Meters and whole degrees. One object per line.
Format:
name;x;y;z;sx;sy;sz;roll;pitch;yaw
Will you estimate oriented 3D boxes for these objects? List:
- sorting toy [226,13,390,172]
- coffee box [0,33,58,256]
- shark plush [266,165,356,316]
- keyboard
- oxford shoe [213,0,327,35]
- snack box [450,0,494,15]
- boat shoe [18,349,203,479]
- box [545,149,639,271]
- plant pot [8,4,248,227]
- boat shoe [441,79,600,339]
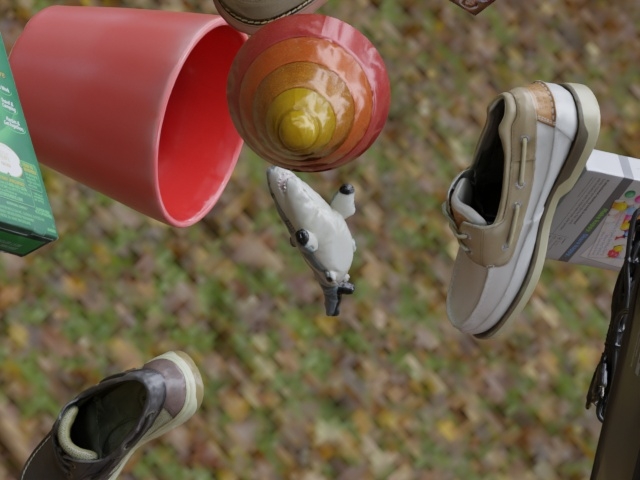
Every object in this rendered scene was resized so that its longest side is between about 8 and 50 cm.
sorting toy;-0.037;-0.206;1.359;0.126;0.127;0.365;-81;159;-71
coffee box;-0.258;-0.084;1.445;0.113;0.040;0.184;20;49;-63
shark plush;0.000;0.000;1.718;0.067;0.073;0.161;21;-24;34
keyboard;0.233;0.060;1.386;0.033;0.317;0.201;11;11;-5
oxford shoe;0.052;-0.361;1.987;0.140;0.397;0.146;45;-3;6
snack box;0.100;-0.277;1.877;0.178;0.064;0.022;28;50;-25
boat shoe;-0.195;0.163;1.677;0.073;0.223;0.080;1;59;-52
box;0.322;-0.026;2.083;0.186;0.145;0.038;10;48;-23
plant pot;-0.248;-0.172;2.459;0.243;0.275;0.275;15;17;19
boat shoe;0.176;-0.032;1.991;0.103;0.302;0.113;3;33;-26
